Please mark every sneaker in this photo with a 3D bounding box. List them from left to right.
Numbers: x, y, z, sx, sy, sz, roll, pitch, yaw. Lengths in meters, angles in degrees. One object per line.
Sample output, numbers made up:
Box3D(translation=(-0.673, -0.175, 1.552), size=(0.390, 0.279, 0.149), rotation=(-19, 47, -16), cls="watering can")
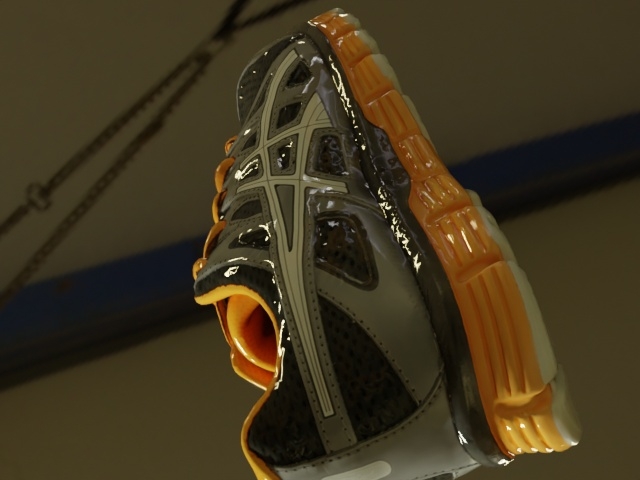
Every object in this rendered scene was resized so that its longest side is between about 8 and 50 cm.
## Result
Box3D(translation=(0.000, 0.000, 0.521), size=(0.084, 0.083, 0.215), rotation=(64, 179, -29), cls="sneaker")
